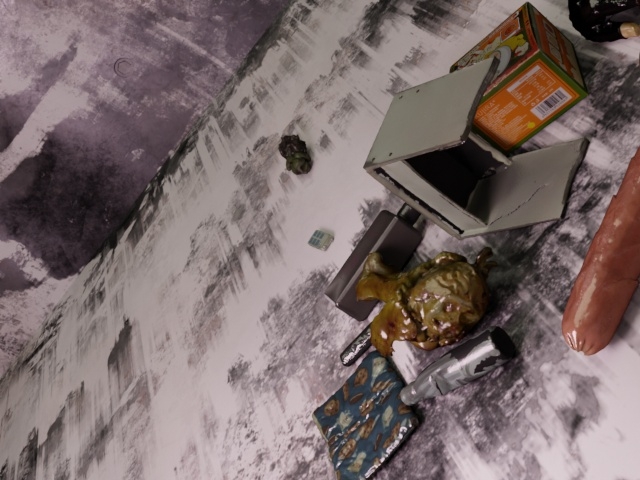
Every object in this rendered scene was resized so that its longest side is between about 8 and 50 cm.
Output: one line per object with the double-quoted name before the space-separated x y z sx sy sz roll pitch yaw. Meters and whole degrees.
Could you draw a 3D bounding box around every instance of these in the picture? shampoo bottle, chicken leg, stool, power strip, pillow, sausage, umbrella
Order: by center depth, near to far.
"sausage" 0.444 -0.032 1.314 0.433 0.088 0.088 -60 25 -13
"stool" 0.260 -0.145 1.590 0.270 0.244 0.170 -12 50 57
"chicken leg" 0.153 0.110 1.597 0.211 0.140 0.361 -43 15 -25
"pillow" 0.075 0.308 1.615 0.189 0.034 0.255 -48 24 10
"umbrella" 0.085 0.185 1.747 0.133 0.031 0.036 -49 48 13
"shampoo bottle" 0.111 0.035 1.824 0.246 0.079 0.080 -55 25 0
"power strip" 0.000 0.000 2.141 0.040 0.016 0.090 -57 25 -5

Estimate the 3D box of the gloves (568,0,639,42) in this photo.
"gloves" 0.521 -0.423 1.630 0.181 0.106 0.129 -10 48 62

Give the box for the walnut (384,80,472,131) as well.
"walnut" 0.216 -0.230 1.876 0.207 0.167 0.167 -41 28 23

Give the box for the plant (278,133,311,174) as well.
"plant" -0.065 -0.222 2.471 0.174 0.085 0.087 -114 37 -56

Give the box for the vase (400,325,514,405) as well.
"vase" 0.206 0.205 1.470 0.211 0.060 0.060 -36 31 33

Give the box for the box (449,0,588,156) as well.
"box" 0.357 -0.297 1.718 0.195 0.148 0.177 -39 31 33
